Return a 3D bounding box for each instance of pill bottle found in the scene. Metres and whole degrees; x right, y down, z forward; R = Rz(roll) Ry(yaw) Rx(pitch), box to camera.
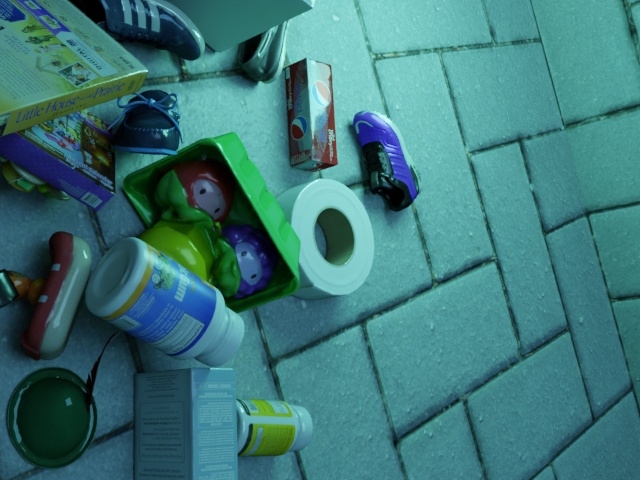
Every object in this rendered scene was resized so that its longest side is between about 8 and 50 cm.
[{"bbox_3d":[-0.124,0.397,1.842,0.209,0.119,0.119,13,71,-43],"label":"pill bottle"},{"bbox_3d":[-0.269,0.121,1.558,0.272,0.152,0.152,36,57,-36],"label":"pill bottle"}]

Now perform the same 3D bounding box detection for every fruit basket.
[{"bbox_3d":[-0.241,0.004,1.734,0.392,0.283,0.391,41,38,-43],"label":"fruit basket"}]

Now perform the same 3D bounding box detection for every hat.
[{"bbox_3d":[-0.425,0.293,1.509,0.173,0.184,0.208,-27,100,-45],"label":"hat"}]

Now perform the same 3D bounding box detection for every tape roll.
[{"bbox_3d":[0.000,0.000,2.078,0.286,0.100,0.286,13,72,-44],"label":"tape roll"}]

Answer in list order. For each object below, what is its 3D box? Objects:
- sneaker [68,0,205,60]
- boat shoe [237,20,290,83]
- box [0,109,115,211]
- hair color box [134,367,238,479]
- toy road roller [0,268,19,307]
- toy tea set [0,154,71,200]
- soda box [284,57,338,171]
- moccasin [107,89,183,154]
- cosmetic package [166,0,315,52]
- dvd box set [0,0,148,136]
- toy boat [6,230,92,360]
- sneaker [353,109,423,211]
[{"bbox_3d":[-0.399,-0.438,1.765,0.350,0.131,0.148,30,67,-31],"label":"sneaker"},{"bbox_3d":[-0.129,-0.540,2.065,0.096,0.112,0.335,21,70,-46],"label":"boat shoe"},{"bbox_3d":[-0.491,-0.200,1.525,0.293,0.057,0.200,35,27,-38],"label":"box"},{"bbox_3d":[-0.256,0.435,1.648,0.114,0.185,0.374,10,74,-45],"label":"hair color box"},{"bbox_3d":[-0.622,0.050,1.303,0.241,0.330,0.202,-29,102,-24],"label":"toy road roller"},{"bbox_3d":[-0.580,-0.164,1.541,0.336,0.124,0.200,42,24,-27],"label":"toy tea set"},{"bbox_3d":[-0.023,-0.307,2.137,0.092,0.084,0.263,7,77,-44],"label":"soda box"},{"bbox_3d":[-0.333,-0.233,1.654,0.138,0.342,0.116,6,103,-15],"label":"moccasin"},{"bbox_3d":[-0.183,-0.695,1.888,0.327,0.330,0.393,36,58,-35],"label":"cosmetic package"},{"bbox_3d":[-0.531,-0.314,1.440,0.308,0.062,0.420,40,34,9],"label":"dvd box set"},{"bbox_3d":[-0.498,0.089,1.539,0.151,0.151,0.231,19,64,-10],"label":"toy boat"},{"bbox_3d":[0.166,-0.200,2.292,0.293,0.102,0.146,55,48,-21],"label":"sneaker"}]
